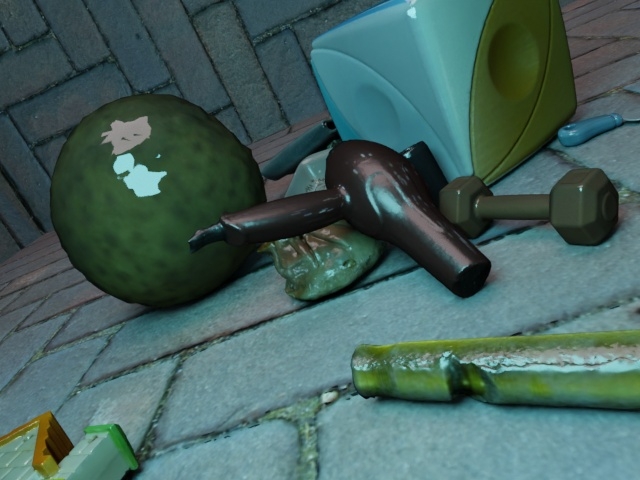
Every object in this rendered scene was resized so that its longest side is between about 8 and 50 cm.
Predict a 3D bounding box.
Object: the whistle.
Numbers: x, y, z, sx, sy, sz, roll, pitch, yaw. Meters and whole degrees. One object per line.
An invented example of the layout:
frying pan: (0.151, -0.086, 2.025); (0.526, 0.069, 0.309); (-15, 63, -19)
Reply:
whistle: (0.177, 0.107, 0.432); (0.326, 0.057, 0.068); (-11, 24, 33)

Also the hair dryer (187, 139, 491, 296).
hair dryer: (0.003, -0.011, 0.666); (0.340, 0.123, 0.312); (-16, 42, -16)

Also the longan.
longan: (-0.297, -0.075, 0.965); (0.391, 0.391, 0.391); (-22, 20, 8)

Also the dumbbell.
dumbbell: (0.263, -0.044, 0.673); (0.092, 0.082, 0.231); (-37, 24, -28)

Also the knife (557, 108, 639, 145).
knife: (0.533, -0.212, 0.868); (0.244, 0.032, 0.058); (-16, 19, 11)

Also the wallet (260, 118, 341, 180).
wallet: (-0.002, -0.264, 1.403); (0.251, 0.054, 0.290); (-32, -2, 37)

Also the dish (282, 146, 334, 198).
dish: (0.012, -0.140, 1.178); (0.154, 0.064, 0.234); (-14, 36, 27)

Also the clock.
clock: (-0.334, 0.296, 0.506); (0.219, 0.106, 0.255); (-14, 18, 25)

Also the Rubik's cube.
Rubik's cube: (0.232, -0.312, 0.985); (0.347, 0.352, 0.351); (-34, 24, -22)

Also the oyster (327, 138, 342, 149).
oyster: (0.046, -0.233, 1.383); (0.199, 0.087, 0.252); (-37, 12, 0)

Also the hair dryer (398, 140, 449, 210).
hair dryer: (0.128, -0.088, 0.904); (0.070, 0.128, 0.255); (-35, 11, -23)

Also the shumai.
shumai: (0.000, 0.000, 0.817); (0.201, 0.120, 0.201); (-25, 18, 9)
